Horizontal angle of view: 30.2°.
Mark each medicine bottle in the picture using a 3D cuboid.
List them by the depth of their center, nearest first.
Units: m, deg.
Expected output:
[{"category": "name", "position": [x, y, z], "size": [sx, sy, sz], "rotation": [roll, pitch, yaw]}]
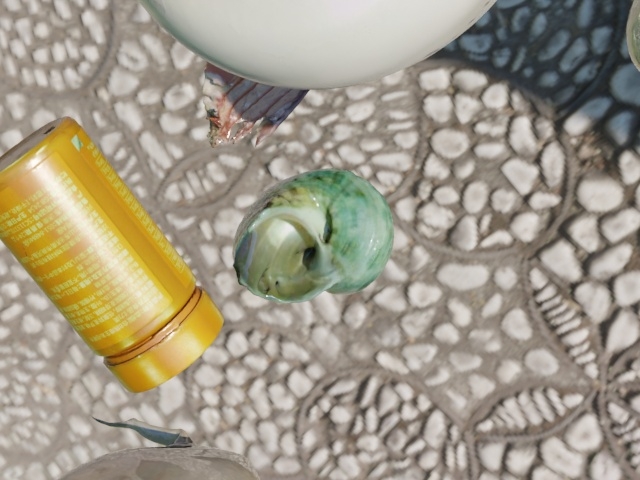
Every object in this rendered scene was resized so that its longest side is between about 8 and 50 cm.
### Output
[{"category": "medicine bottle", "position": [-0.162, 0.011, 0.866], "size": [0.096, 0.096, 0.192], "rotation": [-22, 113, 34]}]

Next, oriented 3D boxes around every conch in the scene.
[{"category": "conch", "position": [-0.003, -0.001, 1.370], "size": [0.188, 0.176, 0.122], "rotation": [21, 164, -11]}]

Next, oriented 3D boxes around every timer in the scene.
[{"category": "timer", "position": [0.005, -0.194, 0.611], "size": [0.233, 0.240, 0.234], "rotation": [6, 109, 18]}]

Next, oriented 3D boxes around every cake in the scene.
[{"category": "cake", "position": [-0.019, -0.206, 1.106], "size": [0.135, 0.098, 0.287], "rotation": [27, 95, 23]}]

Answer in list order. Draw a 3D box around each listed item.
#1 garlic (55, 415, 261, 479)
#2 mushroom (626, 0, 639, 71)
[{"category": "garlic", "position": [-0.139, 0.281, 0.834], "size": [0.245, 0.340, 0.231], "rotation": [-10, 110, 32]}, {"category": "mushroom", "position": [0.559, -0.288, 1.622], "size": [0.260, 0.234, 0.254], "rotation": [-14, 97, -1]}]
